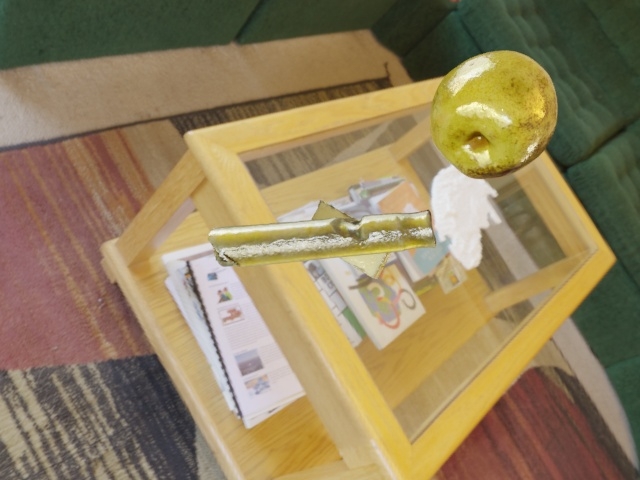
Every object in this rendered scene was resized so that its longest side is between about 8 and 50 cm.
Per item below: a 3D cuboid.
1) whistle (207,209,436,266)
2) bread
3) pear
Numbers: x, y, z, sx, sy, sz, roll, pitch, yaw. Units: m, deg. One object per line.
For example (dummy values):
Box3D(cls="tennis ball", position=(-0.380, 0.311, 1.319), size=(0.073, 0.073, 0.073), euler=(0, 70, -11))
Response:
Box3D(cls="whistle", position=(0.000, 0.001, 0.838), size=(0.057, 0.326, 0.068), euler=(-85, 166, -51))
Box3D(cls="bread", position=(0.045, -0.003, 0.923), size=(0.154, 0.068, 0.028), euler=(31, 6, 29))
Box3D(cls="pear", position=(0.274, -0.202, 0.918), size=(0.197, 0.197, 0.197), euler=(20, 53, -29))
